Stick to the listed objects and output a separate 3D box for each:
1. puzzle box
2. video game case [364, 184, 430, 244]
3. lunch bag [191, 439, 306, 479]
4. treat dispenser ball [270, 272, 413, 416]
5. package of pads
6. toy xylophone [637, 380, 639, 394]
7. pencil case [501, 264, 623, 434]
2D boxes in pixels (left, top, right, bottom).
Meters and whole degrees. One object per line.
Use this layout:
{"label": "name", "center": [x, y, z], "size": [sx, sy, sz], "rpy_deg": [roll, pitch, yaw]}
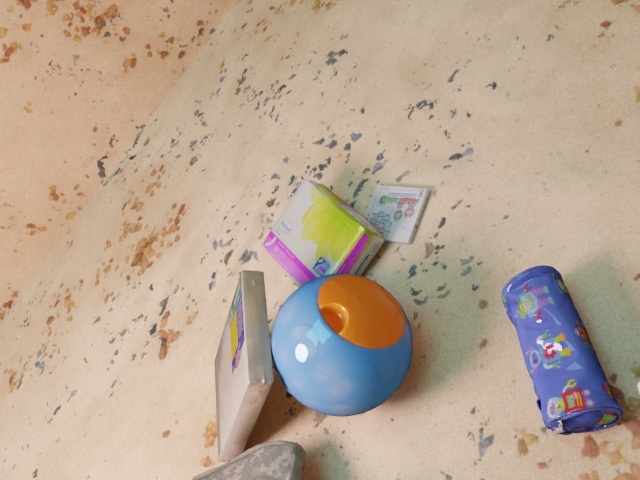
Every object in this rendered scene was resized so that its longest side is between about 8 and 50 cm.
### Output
{"label": "puzzle box", "center": [-0.180, 0.292, 1.531], "size": [0.409, 0.052, 0.272], "rpy_deg": [113, 155, -49]}
{"label": "video game case", "center": [0.175, -0.064, 1.646], "size": [0.157, 0.019, 0.143], "rpy_deg": [8, 70, 43]}
{"label": "lunch bag", "center": [-0.150, 0.555, 1.375], "size": [0.287, 0.169, 0.235], "rpy_deg": [-33, 16, 22]}
{"label": "treat dispenser ball", "center": [0.043, 0.210, 1.391], "size": [0.288, 0.288, 0.288], "rpy_deg": [-21, 52, 30]}
{"label": "package of pads", "center": [0.000, 0.000, 1.682], "size": [0.229, 0.101, 0.296], "rpy_deg": [-56, 43, 8]}
{"label": "toy xylophone", "center": [0.577, 0.242, 0.922], "size": [0.081, 0.236, 0.322], "rpy_deg": [-33, 12, -14]}
{"label": "pencil case", "center": [0.413, 0.196, 1.205], "size": [0.133, 0.119, 0.306], "rpy_deg": [-36, 46, 30]}
